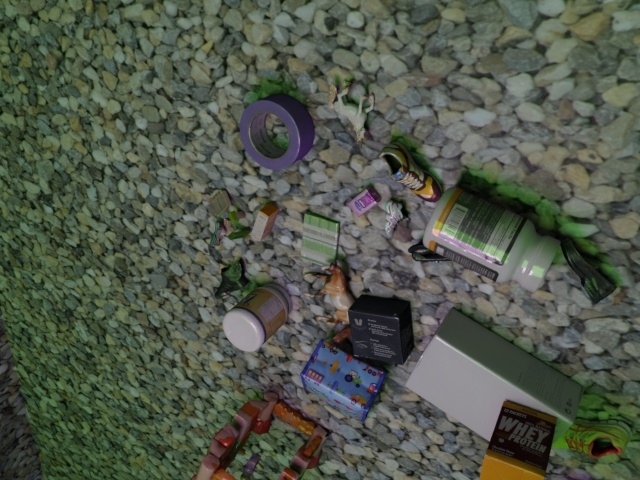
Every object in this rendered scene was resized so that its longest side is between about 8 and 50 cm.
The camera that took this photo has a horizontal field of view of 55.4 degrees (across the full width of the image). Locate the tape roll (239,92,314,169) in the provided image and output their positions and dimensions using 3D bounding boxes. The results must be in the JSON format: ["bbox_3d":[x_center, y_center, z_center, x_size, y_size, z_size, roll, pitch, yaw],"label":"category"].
[{"bbox_3d":[-0.116,-0.288,1.620,0.189,0.080,0.189,15,121,26],"label":"tape roll"}]

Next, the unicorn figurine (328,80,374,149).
[{"bbox_3d":[0.083,-0.318,1.501,0.162,0.060,0.111,44,132,26],"label":"unicorn figurine"}]

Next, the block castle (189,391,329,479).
[{"bbox_3d":[-0.201,0.733,1.986,0.303,0.453,0.213,31,119,13],"label":"block castle"}]

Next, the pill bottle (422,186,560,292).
[{"bbox_3d":[0.391,0.000,1.406,0.278,0.162,0.162,27,126,17],"label":"pill bottle"}]

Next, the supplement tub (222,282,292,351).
[{"bbox_3d":[-0.189,0.231,1.866,0.144,0.199,0.144,14,121,25],"label":"supplement tub"}]

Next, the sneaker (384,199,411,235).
[{"bbox_3d":[0.202,-0.053,1.574,0.069,0.038,0.098,10,120,28],"label":"sneaker"}]

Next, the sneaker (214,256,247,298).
[{"bbox_3d":[-0.298,0.124,1.977,0.170,0.051,0.089,-25,100,34],"label":"sneaker"}]

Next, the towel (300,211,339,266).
[{"bbox_3d":[0.000,0.000,1.744,0.113,0.023,0.152,19,121,20],"label":"towel"}]

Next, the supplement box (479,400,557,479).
[{"bbox_3d":[0.455,0.525,1.427,0.129,0.194,0.191,15,121,23],"label":"supplement box"}]

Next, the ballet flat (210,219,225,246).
[{"bbox_3d":[-0.318,-0.022,1.917,0.041,0.041,0.114,37,137,10],"label":"ballet flat"}]

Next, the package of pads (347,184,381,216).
[{"bbox_3d":[0.115,-0.102,1.607,0.050,0.032,0.083,50,130,-4],"label":"package of pads"}]

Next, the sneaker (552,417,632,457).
[{"bbox_3d":[0.672,0.507,1.546,0.208,0.094,0.081,-21,104,39],"label":"sneaker"}]

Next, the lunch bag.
[{"bbox_3d":[0.056,0.461,1.871,0.220,0.138,0.293,27,149,12],"label":"lunch bag"}]

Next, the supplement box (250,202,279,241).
[{"bbox_3d":[-0.163,-0.053,1.787,0.036,0.062,0.098,32,128,11],"label":"supplement box"}]

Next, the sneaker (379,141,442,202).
[{"bbox_3d":[0.214,-0.155,1.482,0.185,0.084,0.069,46,129,4],"label":"sneaker"}]

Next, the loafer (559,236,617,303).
[{"bbox_3d":[0.602,0.058,1.379,0.061,0.062,0.170,-33,98,17],"label":"loafer"}]

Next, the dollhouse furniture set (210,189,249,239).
[{"bbox_3d":[-0.272,-0.081,1.866,0.076,0.058,0.152,-35,74,47],"label":"dollhouse furniture set"}]

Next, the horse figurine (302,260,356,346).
[{"bbox_3d":[0.043,0.180,1.783,0.174,0.066,0.263,-13,106,41],"label":"horse figurine"}]

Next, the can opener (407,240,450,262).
[{"bbox_3d":[0.316,0.030,1.537,0.186,0.073,0.059,0,107,22],"label":"can opener"}]

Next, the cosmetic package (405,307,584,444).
[{"bbox_3d":[0.441,0.378,1.584,0.385,0.156,0.217,34,128,14],"label":"cosmetic package"}]

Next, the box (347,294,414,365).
[{"bbox_3d":[0.172,0.250,1.721,0.155,0.093,0.158,6,119,30],"label":"box"}]
